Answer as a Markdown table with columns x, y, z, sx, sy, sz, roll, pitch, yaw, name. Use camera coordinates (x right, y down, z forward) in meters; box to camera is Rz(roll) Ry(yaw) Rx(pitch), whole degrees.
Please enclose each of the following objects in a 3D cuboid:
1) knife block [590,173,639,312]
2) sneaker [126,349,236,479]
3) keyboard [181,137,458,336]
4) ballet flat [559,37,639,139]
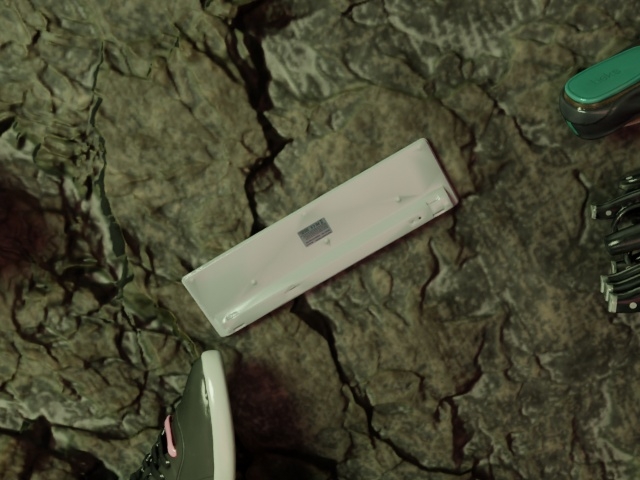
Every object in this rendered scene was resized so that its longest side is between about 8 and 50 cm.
| x | y | z | sx | sy | sz | roll | pitch | yaw | name |
| --- | --- | --- | --- | --- | --- | --- | --- | --- | --- |
| 0.369 | -0.018 | 0.632 | 0.242 | 0.276 | 0.088 | -36 | 112 | -25 | knife block |
| -0.161 | 0.234 | 0.722 | 0.147 | 0.104 | 0.295 | 5 | 112 | -13 | sneaker |
| 0.000 | 0.000 | 0.714 | 0.256 | 0.014 | 0.072 | -30 | 104 | 4 | keyboard |
| 0.297 | -0.147 | 0.671 | 0.203 | 0.074 | 0.074 | -30 | 109 | -2 | ballet flat |
